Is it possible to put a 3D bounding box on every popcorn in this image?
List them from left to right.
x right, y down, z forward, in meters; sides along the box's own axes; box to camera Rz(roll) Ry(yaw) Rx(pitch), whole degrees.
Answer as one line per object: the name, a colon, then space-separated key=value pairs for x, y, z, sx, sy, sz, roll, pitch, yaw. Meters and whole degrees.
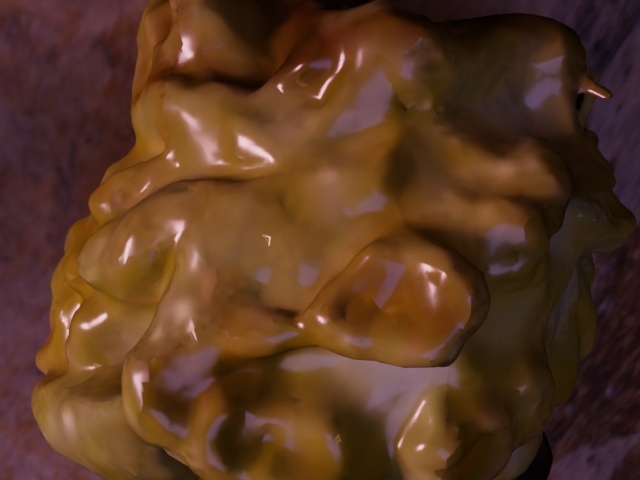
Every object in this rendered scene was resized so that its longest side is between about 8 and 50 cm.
popcorn: x=0.005 y=0.018 z=0.604 sx=0.312 sy=0.312 sz=0.312 roll=-8 pitch=124 yaw=-11

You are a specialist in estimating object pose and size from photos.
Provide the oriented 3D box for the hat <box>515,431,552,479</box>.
hat: x=0.022 y=0.217 z=0.746 sx=0.238 sy=0.336 sz=0.209 roll=9 pitch=130 yaw=-11
